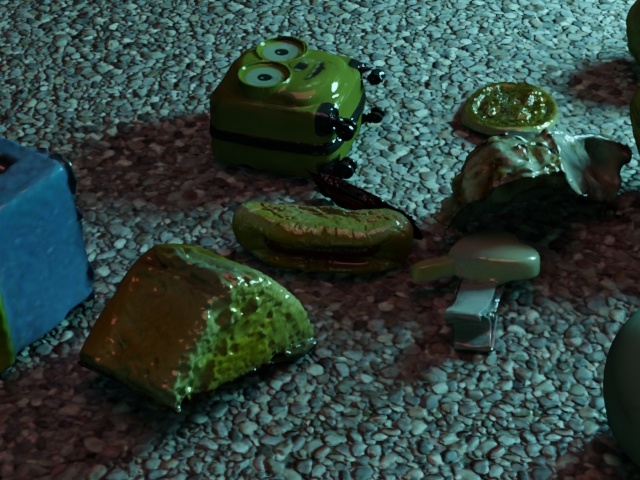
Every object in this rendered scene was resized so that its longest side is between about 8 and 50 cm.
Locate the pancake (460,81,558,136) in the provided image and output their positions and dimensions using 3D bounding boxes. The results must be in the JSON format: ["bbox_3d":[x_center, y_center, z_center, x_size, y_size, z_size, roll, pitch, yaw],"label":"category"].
[{"bbox_3d":[0.289,-0.199,2.113,0.158,0.028,0.158,-1,36,1],"label":"pancake"}]

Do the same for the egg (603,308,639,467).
[{"bbox_3d":[0.399,0.163,1.541,0.168,0.168,0.231,9,44,12],"label":"egg"}]

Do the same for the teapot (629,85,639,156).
[{"bbox_3d":[0.525,-0.136,1.868,0.167,0.203,0.311,-17,23,4],"label":"teapot"}]

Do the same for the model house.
[{"bbox_3d":[-0.442,0.034,1.677,0.215,0.237,0.303,20,45,27],"label":"model house"}]

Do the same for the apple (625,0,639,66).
[{"bbox_3d":[0.578,-0.331,2.155,0.200,0.200,0.200,-1,38,1],"label":"apple"}]

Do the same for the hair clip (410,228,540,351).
[{"bbox_3d":[0.197,0.050,1.779,0.159,0.071,0.218,8,35,15],"label":"hair clip"}]

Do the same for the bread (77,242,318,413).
[{"bbox_3d":[-0.155,0.087,1.665,0.204,0.162,0.262,17,26,37],"label":"bread"}]

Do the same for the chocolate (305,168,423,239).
[{"bbox_3d":[0.059,-0.052,1.894,0.182,0.086,0.028,28,76,35],"label":"chocolate"}]

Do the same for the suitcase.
[{"bbox_3d":[-0.039,-0.198,2.027,0.235,0.143,0.194,10,40,15],"label":"suitcase"}]

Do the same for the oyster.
[{"bbox_3d":[0.311,-0.087,1.879,0.337,0.133,0.198,-7,2,-39],"label":"oyster"}]

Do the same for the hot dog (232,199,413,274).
[{"bbox_3d":[0.000,0.000,1.826,0.242,0.084,0.073,5,40,6],"label":"hot dog"}]
